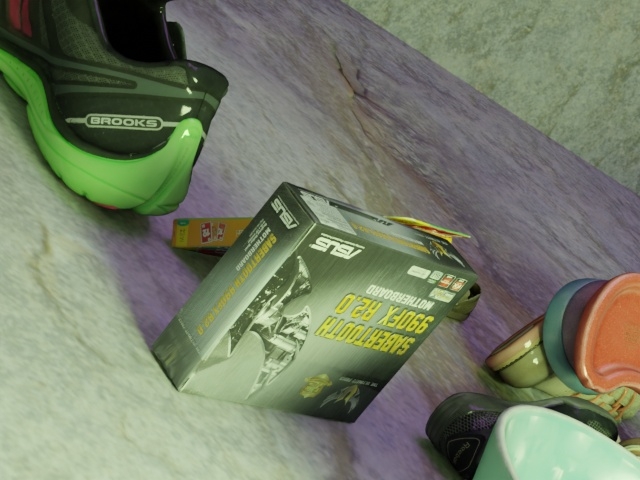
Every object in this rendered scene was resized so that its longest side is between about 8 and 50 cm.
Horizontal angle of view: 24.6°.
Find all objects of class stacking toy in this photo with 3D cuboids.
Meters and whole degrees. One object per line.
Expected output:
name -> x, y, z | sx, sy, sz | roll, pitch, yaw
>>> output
stacking toy -> 0.360, 0.195, 1.641 | 0.309, 0.280, 0.130 | 25, -19, -26

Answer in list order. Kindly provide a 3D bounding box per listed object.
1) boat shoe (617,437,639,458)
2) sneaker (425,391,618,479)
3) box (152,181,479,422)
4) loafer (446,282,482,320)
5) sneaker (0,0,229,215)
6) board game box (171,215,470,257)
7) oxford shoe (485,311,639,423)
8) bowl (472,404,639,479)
boat shoe -> 0.335, 0.286, 1.455 | 0.190, 0.068, 0.072 | 55, 20, -25
sneaker -> 0.216, 0.213, 1.407 | 0.227, 0.087, 0.130 | 9, 35, -39
box -> 0.000, 0.059, 1.221 | 0.231, 0.183, 0.056 | 19, 26, -49
loafer -> 0.143, 0.060, 1.745 | 0.056, 0.050, 0.148 | 46, 18, 26
sneaker -> -0.236, -0.224, 1.458 | 0.483, 0.202, 0.185 | 48, 19, 31
board game box -> 0.000, 0.000, 1.367 | 0.259, 0.039, 0.124 | -3, -9, 34
oxford shoe -> 0.337, 0.147, 1.776 | 0.397, 0.140, 0.147 | -3, 62, -54
bowl -> 0.204, 0.283, 1.075 | 0.311, 0.163, 0.311 | 35, 16, -12
